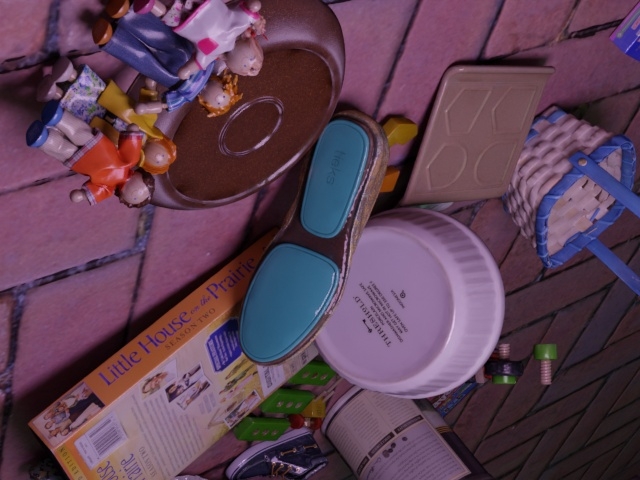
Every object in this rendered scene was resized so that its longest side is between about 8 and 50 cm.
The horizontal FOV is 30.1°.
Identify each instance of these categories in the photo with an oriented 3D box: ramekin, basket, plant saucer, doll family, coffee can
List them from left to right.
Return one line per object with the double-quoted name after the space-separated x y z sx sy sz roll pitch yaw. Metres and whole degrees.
-0.164 -0.151 1.163 0.163 0.118 0.263 36 100 -36 "doll family"
-0.088 -0.140 1.345 0.310 0.050 0.310 -31 152 -18 "plant saucer"
0.104 0.086 1.618 0.273 0.273 0.127 -48 161 16 "ramekin"
0.159 0.399 2.193 0.201 0.275 0.201 -30 151 -18 "coffee can"
0.413 -0.053 1.822 0.201 0.289 0.255 -35 153 -9 "basket"

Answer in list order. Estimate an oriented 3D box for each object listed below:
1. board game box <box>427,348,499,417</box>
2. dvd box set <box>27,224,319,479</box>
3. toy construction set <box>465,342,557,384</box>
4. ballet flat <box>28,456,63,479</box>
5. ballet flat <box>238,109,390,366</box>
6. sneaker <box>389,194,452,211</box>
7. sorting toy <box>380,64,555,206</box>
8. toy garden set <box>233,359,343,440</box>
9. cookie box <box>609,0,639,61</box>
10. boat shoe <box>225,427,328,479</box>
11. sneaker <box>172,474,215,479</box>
0.255 0.323 2.470 0.281 0.027 0.145 -47 150 13 "board game box"
-0.181 0.199 1.647 0.420 0.062 0.307 -39 152 -19 "dvd box set"
0.167 0.100 1.831 0.257 0.237 0.309 5 172 -31 "toy construction set"
-0.346 0.323 1.710 0.070 0.070 0.188 -44 154 8 "ballet flat"
0.000 0.000 1.522 0.123 0.123 0.348 5 110 -53 "ballet flat"
0.133 -0.052 1.748 0.152 0.053 0.061 -38 144 -17 "sneaker"
0.181 -0.148 1.658 0.307 0.041 0.229 -6 128 -39 "sorting toy"
-0.017 0.234 1.987 0.244 0.049 0.204 -50 149 17 "toy garden set"
0.498 -0.319 1.803 0.092 0.040 0.107 -51 151 21 "cookie box"
-0.074 0.399 2.115 0.183 0.083 0.065 -21 147 -31 "boat shoe"
-0.206 0.446 2.027 0.235 0.090 0.095 17 164 -42 "sneaker"
